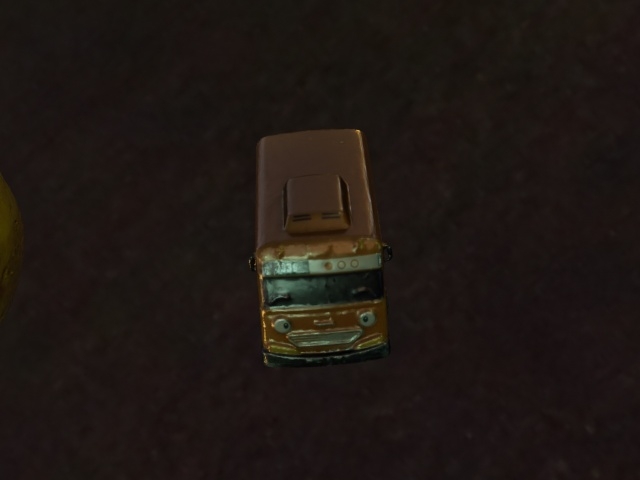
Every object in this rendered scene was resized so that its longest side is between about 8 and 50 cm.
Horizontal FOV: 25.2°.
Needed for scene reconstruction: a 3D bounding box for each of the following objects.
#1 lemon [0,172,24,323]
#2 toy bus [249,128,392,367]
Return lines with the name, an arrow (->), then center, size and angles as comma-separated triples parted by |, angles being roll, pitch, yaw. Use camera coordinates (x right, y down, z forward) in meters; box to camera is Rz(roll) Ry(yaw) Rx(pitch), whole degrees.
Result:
lemon -> -0.411, 0.016, 1.337 | 0.258, 0.258, 0.310 | 11, 69, 59
toy bus -> 0.000, 0.000, 1.058 | 0.098, 0.114, 0.201 | -4, 28, 1
